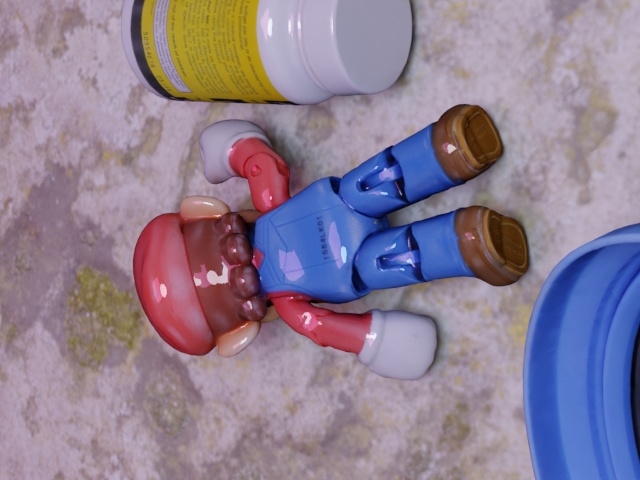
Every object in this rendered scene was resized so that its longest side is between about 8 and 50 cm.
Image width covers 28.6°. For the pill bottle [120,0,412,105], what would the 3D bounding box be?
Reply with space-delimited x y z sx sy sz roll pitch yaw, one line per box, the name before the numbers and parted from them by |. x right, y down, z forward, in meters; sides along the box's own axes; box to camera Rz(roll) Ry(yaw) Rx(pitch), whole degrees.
pill bottle | -0.042 -0.164 0.967 0.208 0.119 0.119 7 97 38

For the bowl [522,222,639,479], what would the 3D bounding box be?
bowl | 0.249 0.168 0.671 0.391 0.077 0.391 53 154 41

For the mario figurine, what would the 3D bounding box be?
mario figurine | 0.000 0.000 0.971 0.321 0.170 0.198 -15 47 28
